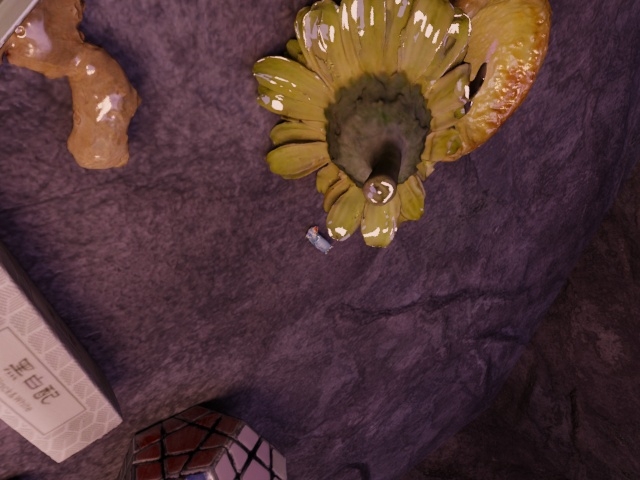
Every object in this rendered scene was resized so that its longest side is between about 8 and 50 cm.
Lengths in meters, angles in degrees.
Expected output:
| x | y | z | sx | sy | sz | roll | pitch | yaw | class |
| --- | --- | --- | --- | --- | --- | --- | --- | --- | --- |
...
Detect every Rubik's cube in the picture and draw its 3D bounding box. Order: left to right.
| x | y | z | sx | sy | sz | roll | pitch | yaw | class |
| --- | --- | --- | --- | --- | --- | --- | --- | --- | --- |
| -0.205 | 0.449 | 0.819 | 0.319 | 0.319 | 0.264 | -42 | 171 | -8 | Rubik's cube |

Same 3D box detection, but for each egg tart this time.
| x | y | z | sx | sy | sz | roll | pitch | yaw | class |
| --- | --- | --- | --- | --- | --- | --- | --- | --- | --- |
| 0.212 | -0.258 | 0.722 | 0.294 | 0.123 | 0.294 | -25 | 141 | -23 | egg tart |

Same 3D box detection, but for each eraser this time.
| x | y | z | sx | sy | sz | roll | pitch | yaw | class |
| --- | --- | --- | --- | --- | --- | --- | --- | --- | --- |
| -0.331 | 0.097 | 0.506 | 0.098 | 0.096 | 0.404 | -30 | 141 | -22 | eraser |

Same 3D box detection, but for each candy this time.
| x | y | z | sx | sy | sz | roll | pitch | yaw | class |
| --- | --- | --- | --- | --- | --- | --- | --- | --- | --- |
| 0.000 | -0.001 | 0.823 | 0.030 | 0.020 | 0.083 | -49 | 145 | 3 | candy |

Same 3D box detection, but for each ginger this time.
| x | y | z | sx | sy | sz | roll | pitch | yaw | class |
| --- | --- | --- | --- | --- | --- | --- | --- | --- | --- |
| -0.236 | -0.164 | 0.387 | 0.149 | 0.065 | 0.259 | -21 | 133 | -23 | ginger |

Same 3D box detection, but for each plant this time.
| x | y | z | sx | sy | sz | roll | pitch | yaw | class |
| --- | --- | --- | --- | --- | --- | --- | --- | --- | --- |
| 0.087 | -0.138 | 0.553 | 0.261 | 0.297 | 0.306 | -34 | 111 | -13 | plant |

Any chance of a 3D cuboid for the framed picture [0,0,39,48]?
| x | y | z | sx | sy | sz | roll | pitch | yaw | class |
| --- | --- | --- | --- | --- | --- | --- | --- | --- | --- |
| -0.205 | -0.291 | 0.279 | 0.273 | 0.016 | 0.216 | -48 | 121 | 1 | framed picture |
